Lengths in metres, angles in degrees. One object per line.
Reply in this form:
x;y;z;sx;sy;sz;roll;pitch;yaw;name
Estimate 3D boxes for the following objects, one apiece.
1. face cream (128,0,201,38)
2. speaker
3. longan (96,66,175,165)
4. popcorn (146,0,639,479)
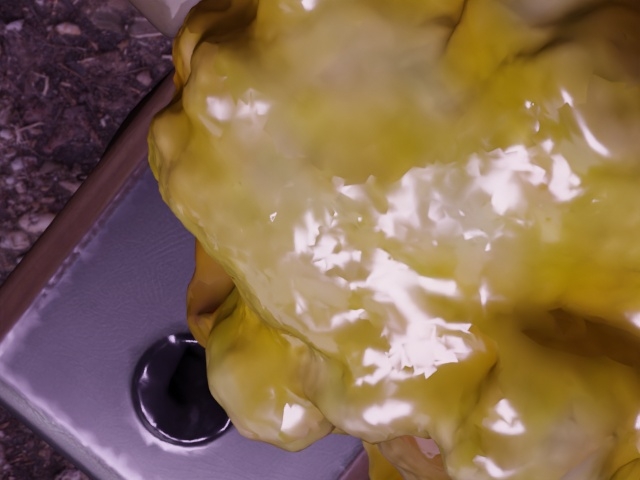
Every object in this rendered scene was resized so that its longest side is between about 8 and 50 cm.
-0.146;-0.221;0.675;0.341;0.084;0.137;45;-164;-1;face cream
0.000;0.000;0.715;0.153;0.231;0.192;39;-177;2;speaker
0.015;0.016;0.957;0.297;0.297;0.297;39;-177;-2;longan
0.043;-0.001;0.447;0.197;0.155;0.197;41;171;8;popcorn
